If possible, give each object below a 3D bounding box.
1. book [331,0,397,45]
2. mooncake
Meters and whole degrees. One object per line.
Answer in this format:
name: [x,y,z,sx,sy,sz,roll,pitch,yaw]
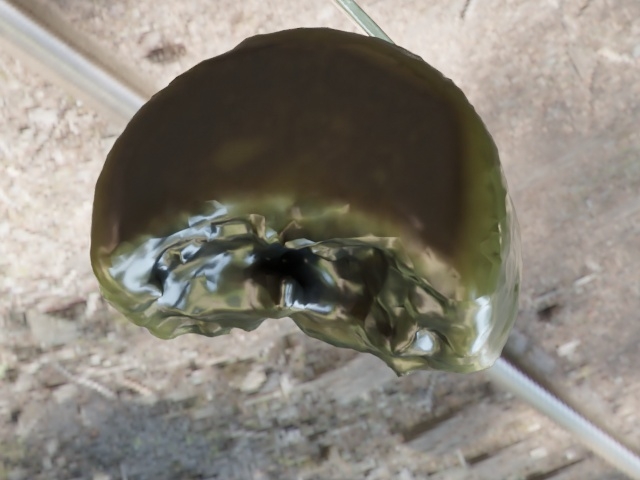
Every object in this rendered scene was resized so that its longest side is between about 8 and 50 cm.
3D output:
book: [0.013,-0.315,1.528,0.022,0.162,0.232,-45,126,7]
mooncake: [0.000,0.000,1.220,0.393,0.394,0.246,-41,161,-5]
